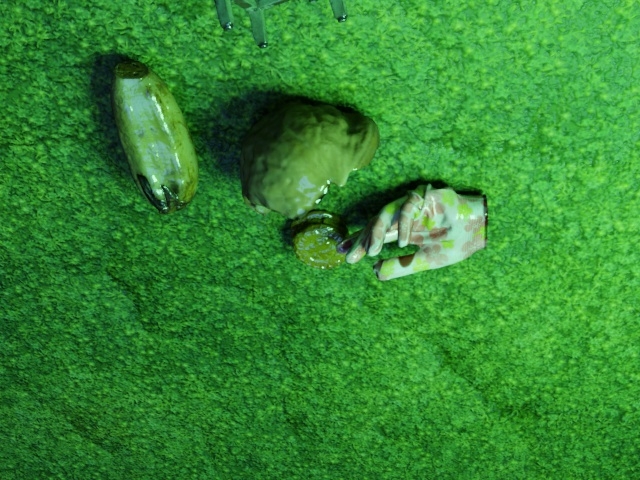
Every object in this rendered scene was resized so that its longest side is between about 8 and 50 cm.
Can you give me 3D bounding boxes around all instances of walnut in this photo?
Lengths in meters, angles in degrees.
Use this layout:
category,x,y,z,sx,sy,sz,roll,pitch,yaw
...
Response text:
category,x,y,z,sx,sy,sz,roll,pitch,yaw
walnut,-0.037,-0.124,1.429,0.238,0.204,0.141,-29,110,30

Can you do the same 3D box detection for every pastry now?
category,x,y,z,sx,sy,sz,roll,pitch,yaw
pastry,0.000,0.000,1.632,0.109,0.057,0.097,21,131,-14

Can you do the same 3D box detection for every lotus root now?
category,x,y,z,sx,sy,sz,roll,pitch,yaw
lotus root,-0.253,-0.159,1.490,0.110,0.097,0.258,-8,125,5

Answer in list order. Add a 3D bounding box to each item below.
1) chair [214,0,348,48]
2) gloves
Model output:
category,x,y,z,sx,sy,sz,roll,pitch,yaw
chair,-0.073,-0.399,1.226,0.136,0.147,0.270,-16,86,18
gloves,0.145,-0.016,1.558,0.241,0.126,0.145,-2,158,5
